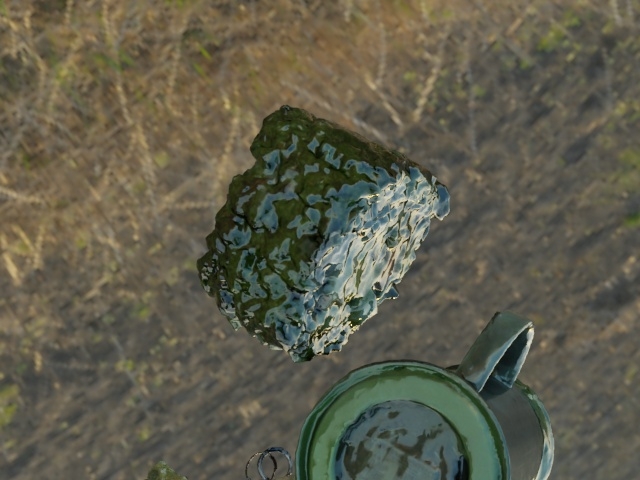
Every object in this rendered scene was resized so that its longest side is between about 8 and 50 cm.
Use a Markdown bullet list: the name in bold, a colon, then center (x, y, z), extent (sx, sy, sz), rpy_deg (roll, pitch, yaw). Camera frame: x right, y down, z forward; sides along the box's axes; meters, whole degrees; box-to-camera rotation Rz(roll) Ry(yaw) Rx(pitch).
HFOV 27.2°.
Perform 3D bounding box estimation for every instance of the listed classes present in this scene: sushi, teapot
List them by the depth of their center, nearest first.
- **teapot**: center (0.136, 0.192, 1.326), extent (0.270, 0.200, 0.337), rpy_deg (-64, 161, 5)
- **sushi**: center (0.000, 0.000, 1.664), extent (0.294, 0.178, 0.352), rpy_deg (-63, 159, 8)

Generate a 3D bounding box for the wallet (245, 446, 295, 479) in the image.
- **wallet**: center (0.099, 0.314, 1.786), extent (0.335, 0.275, 0.068), rpy_deg (-9, 98, -28)

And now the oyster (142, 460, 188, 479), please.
- **oyster**: center (-0.180, 0.358, 1.637), extent (0.061, 0.200, 0.106), rpy_deg (17, 103, -51)
